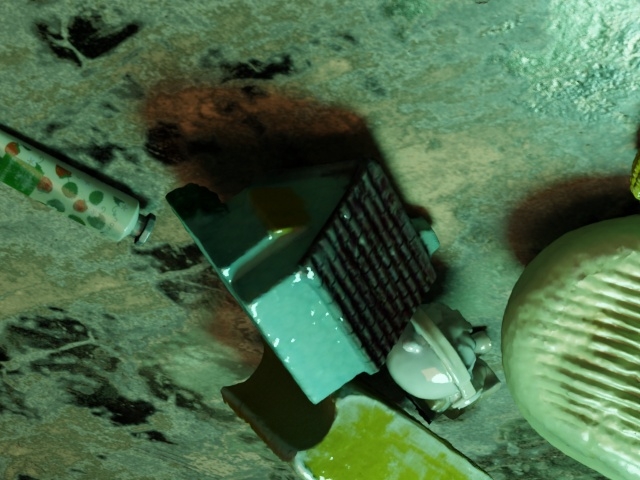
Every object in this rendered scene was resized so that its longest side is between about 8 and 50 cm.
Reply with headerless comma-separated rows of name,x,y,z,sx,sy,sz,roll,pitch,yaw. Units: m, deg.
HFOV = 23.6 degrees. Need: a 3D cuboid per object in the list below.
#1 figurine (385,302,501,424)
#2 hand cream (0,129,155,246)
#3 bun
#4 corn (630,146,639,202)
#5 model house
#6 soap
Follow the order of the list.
figurine,0.158,0.149,1.989,0.141,0.162,0.237,-38,151,-2
hand cream,-0.337,-0.073,1.923,0.276,0.059,0.095,27,141,-15
bun,0.401,0.129,1.847,0.361,0.213,0.361,2,102,10
corn,0.389,-0.111,1.632,0.080,0.080,0.238,12,147,0
model house,0.000,0.000,1.837,0.249,0.230,0.280,-36,141,-5
soap,0.045,0.275,2.082,0.293,0.156,0.335,37,177,-21
